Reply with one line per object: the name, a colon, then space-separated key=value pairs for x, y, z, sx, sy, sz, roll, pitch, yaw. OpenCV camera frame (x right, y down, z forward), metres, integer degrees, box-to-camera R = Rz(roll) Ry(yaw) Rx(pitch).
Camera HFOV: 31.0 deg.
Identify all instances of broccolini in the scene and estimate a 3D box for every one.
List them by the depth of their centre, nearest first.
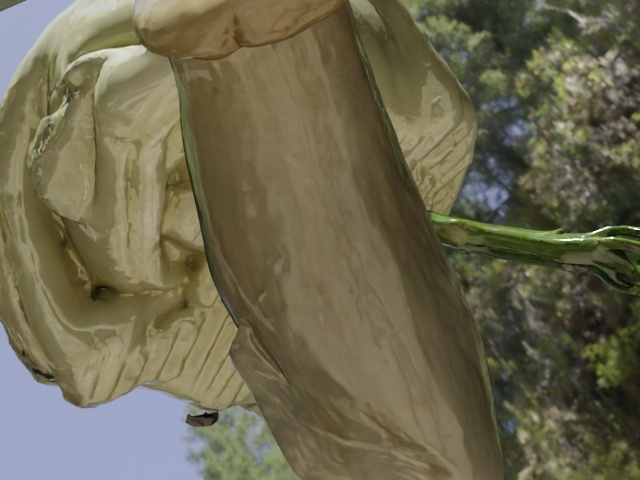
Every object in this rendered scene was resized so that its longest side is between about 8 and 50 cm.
broccolini: x=0.130 y=0.000 z=0.646 sx=0.051 sy=0.239 sz=0.054 roll=-17 pitch=-63 yaw=-63

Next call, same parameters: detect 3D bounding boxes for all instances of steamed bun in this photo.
steamed bun: x=-0.080 y=-0.044 z=0.817 sx=0.347 sy=0.237 sz=0.394 roll=-29 pitch=-41 yaw=-16

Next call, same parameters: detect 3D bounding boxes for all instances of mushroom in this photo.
mushroom: x=0.001 y=-0.001 z=0.442 sx=0.096 sy=0.108 sz=0.247 roll=-17 pitch=-67 yaw=4

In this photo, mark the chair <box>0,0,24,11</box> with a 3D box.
chair: x=-0.289 y=-0.201 z=0.655 sx=0.275 sy=0.203 sz=0.190 roll=-27 pitch=-56 yaw=4
